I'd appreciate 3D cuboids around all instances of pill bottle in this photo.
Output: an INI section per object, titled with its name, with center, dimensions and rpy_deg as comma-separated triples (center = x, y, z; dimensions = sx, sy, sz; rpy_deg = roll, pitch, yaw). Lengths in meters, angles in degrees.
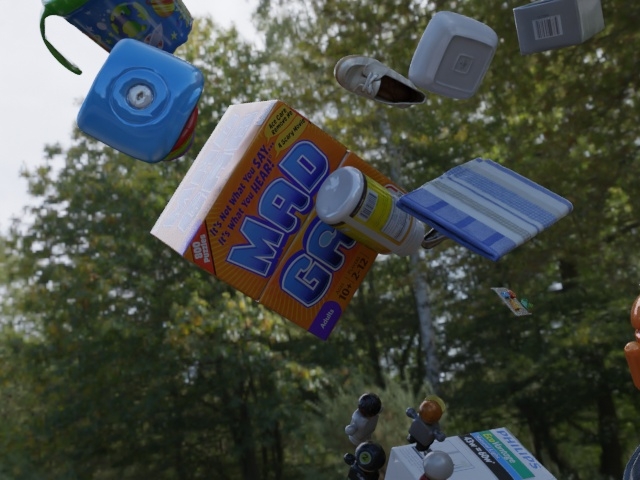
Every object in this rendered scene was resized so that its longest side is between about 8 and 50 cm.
[pill bottle]
center = 0.101, -0.047, 1.446
dimensions = 0.117, 0.117, 0.215
rpy_deg = -26, -42, 38

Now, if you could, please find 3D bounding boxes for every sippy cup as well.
[sippy cup]
center = -0.375, -0.456, 1.464
dimensions = 0.305, 0.240, 0.224
rpy_deg = -17, -46, 32

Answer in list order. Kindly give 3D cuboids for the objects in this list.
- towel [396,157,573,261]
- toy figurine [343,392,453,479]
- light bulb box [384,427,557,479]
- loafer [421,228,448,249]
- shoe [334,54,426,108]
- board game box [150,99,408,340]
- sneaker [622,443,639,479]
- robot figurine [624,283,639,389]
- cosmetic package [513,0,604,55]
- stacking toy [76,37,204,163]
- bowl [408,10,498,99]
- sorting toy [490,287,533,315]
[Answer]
[towel]
center = 0.285, -0.059, 1.293
dimensions = 0.285, 0.209, 0.034
rpy_deg = -26, -41, -44
[toy figurine]
center = 0.154, 0.410, 1.509
dimensions = 0.213, 0.209, 0.148
rpy_deg = 8, -50, -2
[light bulb box]
center = 0.350, 0.699, 1.905
dimensions = 0.361, 0.225, 0.358
rpy_deg = -2, -65, -26
[loafer]
center = 0.278, -0.025, 1.691
dimensions = 0.125, 0.045, 0.039
rpy_deg = -36, -18, -4
[shoe]
center = 0.122, -0.311, 1.494
dimensions = 0.219, 0.076, 0.058
rpy_deg = 10, 17, -39
[board game box]
center = -0.098, -0.054, 1.644
dimensions = 0.356, 0.356, 0.356
rpy_deg = 33, -5, -23
[sneaker]
center = 0.432, 0.369, 0.942
dimensions = 0.101, 0.267, 0.106
rpy_deg = 21, -19, 1
[robot figurine]
center = 0.518, 0.148, 1.068
dimensions = 0.158, 0.219, 0.128
rpy_deg = -19, 4, 27
[cosmetic package]
center = 0.494, -0.454, 1.552
dimensions = 0.127, 0.107, 0.238
rpy_deg = -6, 20, 31
[stacking toy]
center = -0.278, -0.195, 1.299
dimensions = 0.166, 0.175, 0.302
rpy_deg = 25, -9, 3
[bowl]
center = 0.238, -0.314, 1.316
dimensions = 0.142, 0.053, 0.142
rpy_deg = 10, -62, -26
[sorting toy]
center = 0.301, 0.092, 1.166
dimensions = 0.012, 0.062, 0.083
rpy_deg = -52, -27, 20
